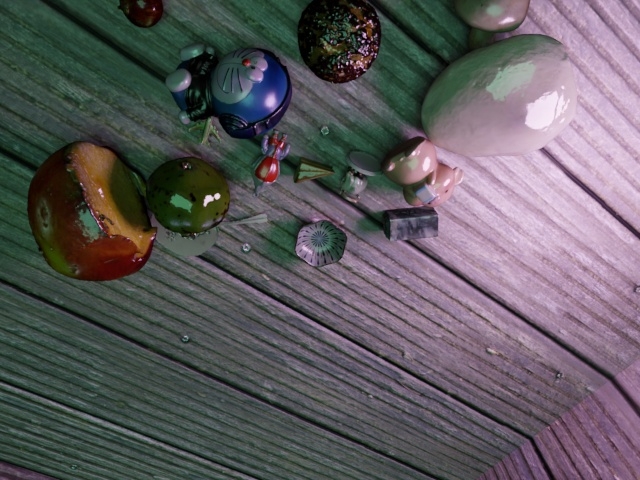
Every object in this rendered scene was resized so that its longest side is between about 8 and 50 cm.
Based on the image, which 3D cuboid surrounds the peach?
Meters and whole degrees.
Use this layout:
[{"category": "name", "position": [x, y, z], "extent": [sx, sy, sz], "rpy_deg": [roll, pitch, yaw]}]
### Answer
[{"category": "peach", "position": [-0.680, -0.085, 1.311], "extent": [0.353, 0.339, 0.416], "rpy_deg": [10, 113, -10]}]

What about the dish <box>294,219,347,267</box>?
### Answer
[{"category": "dish", "position": [0.000, 0.000, 1.553], "extent": [0.191, 0.066, 0.190], "rpy_deg": [-1, 117, -3]}]

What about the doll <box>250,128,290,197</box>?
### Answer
[{"category": "doll", "position": [-0.169, -0.241, 1.405], "extent": [0.102, 0.075, 0.227], "rpy_deg": [16, 107, -23]}]

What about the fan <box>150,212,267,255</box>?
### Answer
[{"category": "fan", "position": [-0.388, -0.053, 1.528], "extent": [0.415, 0.012, 0.233], "rpy_deg": [-4, 119, 2]}]

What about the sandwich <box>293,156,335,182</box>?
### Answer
[{"category": "sandwich", "position": [-0.022, -0.215, 1.430], "extent": [0.117, 0.074, 0.074], "rpy_deg": [15, 114, -13]}]

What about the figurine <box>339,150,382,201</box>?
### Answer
[{"category": "figurine", "position": [0.121, -0.197, 1.434], "extent": [0.132, 0.132, 0.153], "rpy_deg": [15, 129, -11]}]

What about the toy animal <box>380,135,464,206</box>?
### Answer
[{"category": "toy animal", "position": [0.321, -0.207, 1.375], "extent": [0.195, 0.213, 0.256], "rpy_deg": [-29, 116, 26]}]

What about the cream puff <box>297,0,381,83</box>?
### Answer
[{"category": "cream puff", "position": [0.053, -0.553, 1.200], "extent": [0.239, 0.165, 0.239], "rpy_deg": [0, 117, -1]}]

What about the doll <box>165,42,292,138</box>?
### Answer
[{"category": "doll", "position": [-0.235, -0.417, 1.222], "extent": [0.310, 0.284, 0.240], "rpy_deg": [3, 158, 8]}]

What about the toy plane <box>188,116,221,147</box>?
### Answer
[{"category": "toy plane", "position": [-0.353, -0.342, 1.359], "extent": [0.102, 0.040, 0.111], "rpy_deg": [18, 115, -15]}]

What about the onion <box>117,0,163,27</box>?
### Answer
[{"category": "onion", "position": [-0.471, -0.625, 1.155], "extent": [0.119, 0.118, 0.117], "rpy_deg": [-12, 135, 3]}]

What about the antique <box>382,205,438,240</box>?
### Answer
[{"category": "antique", "position": [0.309, -0.059, 1.527], "extent": [0.183, 0.088, 0.086], "rpy_deg": [-6, 118, -1]}]

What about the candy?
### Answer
[{"category": "candy", "position": [0.507, -0.382, 1.265], "extent": [0.427, 0.186, 0.386], "rpy_deg": [-6, 139, 15]}]

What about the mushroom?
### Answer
[{"category": "mushroom", "position": [0.455, -0.636, 1.189], "extent": [0.206, 0.209, 0.206], "rpy_deg": [0, 89, -7]}]

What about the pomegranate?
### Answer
[{"category": "pomegranate", "position": [-0.409, -0.124, 1.369], "extent": [0.254, 0.254, 0.270], "rpy_deg": [0, 121, -4]}]
